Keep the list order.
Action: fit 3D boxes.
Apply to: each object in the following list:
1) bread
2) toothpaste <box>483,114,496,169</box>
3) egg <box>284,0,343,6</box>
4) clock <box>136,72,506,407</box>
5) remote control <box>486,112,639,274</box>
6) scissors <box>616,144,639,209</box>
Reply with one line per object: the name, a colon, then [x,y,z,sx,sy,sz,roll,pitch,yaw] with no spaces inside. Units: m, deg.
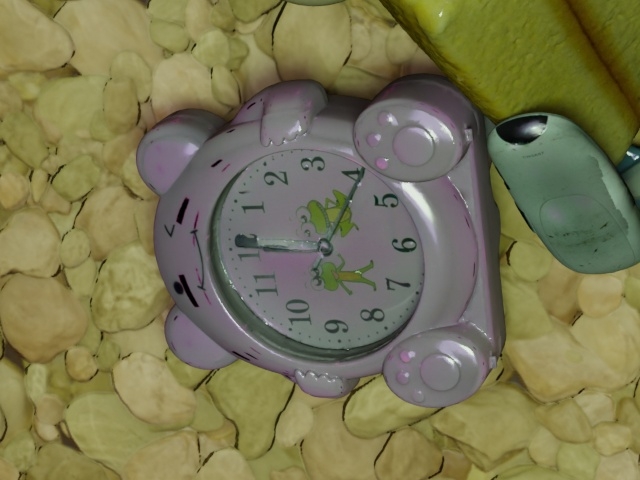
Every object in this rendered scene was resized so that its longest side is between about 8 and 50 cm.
bread: [0.164,-0.230,1.611,0.233,0.362,0.245,-42,59,1]
toothpaste: [0.123,-0.039,1.779,0.067,0.043,0.194,19,112,5]
egg: [-0.002,-0.320,1.654,0.186,0.186,0.242,2,92,11]
clock: [0.000,0.000,1.754,0.322,0.113,0.296,0,110,20]
remote control: [0.212,-0.033,1.650,0.097,0.045,0.256,-15,144,24]
scissors: [0.331,-0.076,1.723,0.289,0.041,0.138,-24,101,20]
